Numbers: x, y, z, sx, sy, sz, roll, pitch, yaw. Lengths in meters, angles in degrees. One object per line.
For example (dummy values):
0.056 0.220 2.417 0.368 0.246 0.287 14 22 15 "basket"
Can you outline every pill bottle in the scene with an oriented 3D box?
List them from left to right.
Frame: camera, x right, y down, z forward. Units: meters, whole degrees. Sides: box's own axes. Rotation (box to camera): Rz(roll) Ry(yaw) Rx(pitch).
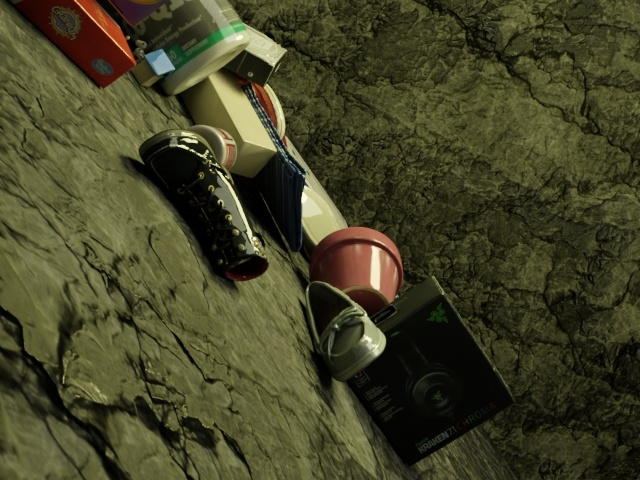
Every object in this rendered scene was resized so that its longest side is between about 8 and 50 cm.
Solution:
-0.311 -0.480 1.619 0.361 0.204 0.204 56 7 -6 "pill bottle"
-0.191 -0.152 1.450 0.086 0.086 0.152 57 7 -1 "pill bottle"

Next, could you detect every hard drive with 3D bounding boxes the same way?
-0.244 -0.463 1.862 0.339 0.064 0.237 28 21 -5 "hard drive"

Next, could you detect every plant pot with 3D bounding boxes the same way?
0.077 0.100 1.766 0.201 0.201 0.180 54 17 -26 "plant pot"

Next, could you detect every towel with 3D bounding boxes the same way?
-0.106 -0.163 1.866 0.243 0.040 0.336 92 -23 -46 "towel"

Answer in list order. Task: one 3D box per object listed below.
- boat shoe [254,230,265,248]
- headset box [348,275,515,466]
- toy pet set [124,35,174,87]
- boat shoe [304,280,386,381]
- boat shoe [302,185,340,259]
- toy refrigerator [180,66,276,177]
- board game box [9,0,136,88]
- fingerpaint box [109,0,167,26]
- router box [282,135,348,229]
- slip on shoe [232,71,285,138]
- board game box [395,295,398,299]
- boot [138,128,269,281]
-0.121 0.008 1.397 0.049 0.042 0.133 59 8 -1 "boat shoe"
0.191 0.243 1.642 0.283 0.246 0.131 56 6 -11 "headset box"
-0.316 -0.333 1.489 0.114 0.065 0.122 57 7 -1 "toy pet set"
0.031 0.155 1.517 0.103 0.118 0.320 49 5 -15 "boat shoe"
0.000 0.000 2.064 0.324 0.097 0.116 50 50 -25 "boat shoe"
-0.205 -0.260 1.767 0.102 0.094 0.269 11 41 -50 "toy refrigerator"
-0.398 -0.387 1.161 0.242 0.064 0.316 61 8 34 "board game box"
-0.386 -0.587 1.215 0.445 0.163 0.371 48 9 -51 "fingerpaint box"
-0.033 -0.114 2.411 0.335 0.082 0.301 55 7 -18 "router box"
-0.203 -0.359 2.000 0.331 0.101 0.123 54 -36 5 "slip on shoe"
0.100 0.092 2.239 0.201 0.136 0.035 60 -37 16 "board game box"
-0.157 -0.047 1.211 0.178 0.085 0.236 62 8 24 "boot"
